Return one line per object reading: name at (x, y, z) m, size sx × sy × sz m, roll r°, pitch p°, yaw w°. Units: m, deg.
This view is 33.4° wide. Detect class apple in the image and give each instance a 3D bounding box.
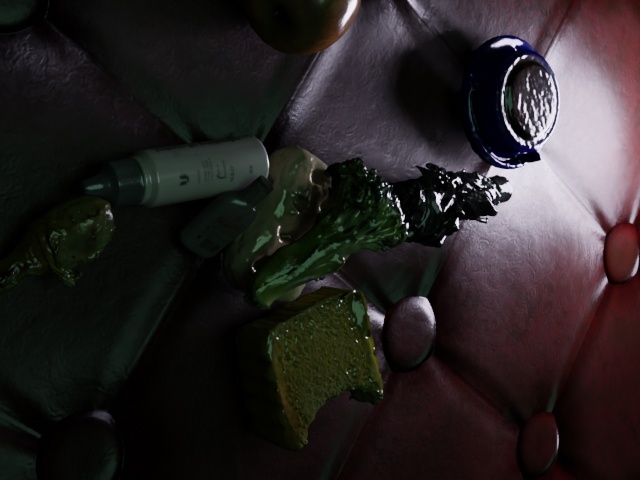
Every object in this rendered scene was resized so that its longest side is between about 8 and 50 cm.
apple at (-0.026, -0.397, 1.703) m, size 0.174 × 0.188 × 0.188 m, roll -46°, pitch 121°, yaw -33°

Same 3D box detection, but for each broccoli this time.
broccoli at (-0.002, 0.001, 1.698) m, size 0.304 × 0.145 × 0.165 m, roll -41°, pitch 134°, yaw -19°

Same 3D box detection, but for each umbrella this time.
umbrella at (0.257, -0.062, 2.022) m, size 0.336 × 0.128 × 0.154 m, roll 3°, pitch 90°, yaw -44°

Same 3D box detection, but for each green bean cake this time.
green bean cake at (-0.022, 0.212, 1.807) m, size 0.236 × 0.124 × 0.233 m, roll -24°, pitch 108°, yaw -37°

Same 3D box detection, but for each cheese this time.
cheese at (-0.060, -0.023, 1.773) m, size 0.159 × 0.093 × 0.263 m, roll 39°, pitch 70°, yaw -35°

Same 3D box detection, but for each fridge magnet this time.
fridge magnet at (0.378, -0.272, 2.108) m, size 0.265 × 0.112 × 0.266 m, roll -3°, pitch 94°, yaw -41°

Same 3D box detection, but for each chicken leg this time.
chicken leg at (-0.386, 0.021, 1.505) m, size 0.227 × 0.088 × 0.103 m, roll -40°, pitch 151°, yaw -16°

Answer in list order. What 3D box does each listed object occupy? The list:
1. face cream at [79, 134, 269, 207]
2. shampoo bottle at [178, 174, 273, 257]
face cream at (-0.225, -0.100, 1.626) m, size 0.311 × 0.092 × 0.092 m, roll -14°, pitch 103°, yaw -38°
shampoo bottle at (-0.143, -0.040, 1.673) m, size 0.165 × 0.040 × 0.080 m, roll -40°, pitch 132°, yaw 17°
